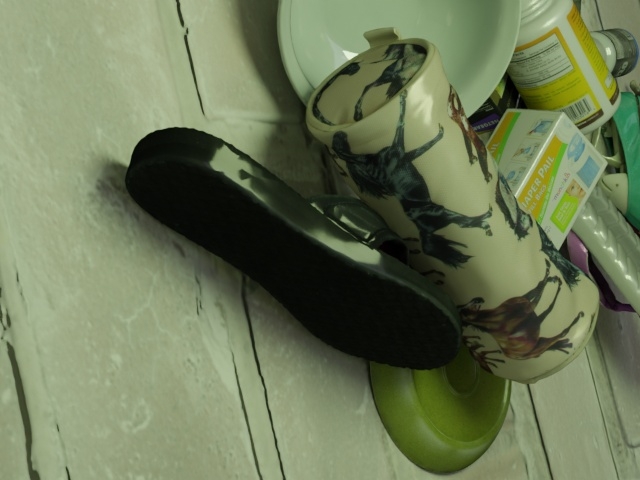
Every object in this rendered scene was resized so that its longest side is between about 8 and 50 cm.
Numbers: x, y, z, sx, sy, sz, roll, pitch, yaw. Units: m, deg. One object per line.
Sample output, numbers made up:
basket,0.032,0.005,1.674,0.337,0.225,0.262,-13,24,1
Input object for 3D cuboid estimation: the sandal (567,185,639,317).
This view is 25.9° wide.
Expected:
sandal,0.370,-0.001,1.956,0.416,0.102,0.169,52,26,-5

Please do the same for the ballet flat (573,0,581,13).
ballet flat,0.325,-0.385,1.933,0.213,0.068,0.072,47,43,-30

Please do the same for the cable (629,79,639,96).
cable,0.574,-0.125,2.248,0.287,0.072,0.139,52,17,-20

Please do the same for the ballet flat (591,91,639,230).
ballet flat,0.459,-0.112,2.120,0.083,0.087,0.247,90,-4,-67

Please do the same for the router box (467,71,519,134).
router box,0.190,-0.329,1.866,0.243,0.081,0.309,47,45,-31

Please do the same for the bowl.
bowl,0.072,-0.268,1.610,0.298,0.134,0.298,-6,110,-18

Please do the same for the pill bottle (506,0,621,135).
pill bottle,0.296,-0.243,1.803,0.215,0.117,0.117,56,41,-25

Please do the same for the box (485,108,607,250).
box,0.255,-0.054,1.764,0.114,0.103,0.203,41,72,-33

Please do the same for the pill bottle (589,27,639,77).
pill bottle,0.433,-0.286,2.150,0.137,0.078,0.078,-17,90,-52

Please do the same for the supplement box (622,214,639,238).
supplement box,0.568,-0.026,2.193,0.188,0.104,0.081,25,58,-43

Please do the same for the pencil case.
pencil case,0.151,-0.038,1.547,0.410,0.160,0.183,53,32,-23

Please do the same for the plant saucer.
plant saucer,0.155,0.153,1.647,0.241,0.037,0.241,12,72,-42

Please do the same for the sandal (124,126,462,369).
sandal,0.001,-0.001,1.432,0.446,0.167,0.107,38,52,-34

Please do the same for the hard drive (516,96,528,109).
hard drive,0.300,-0.244,1.929,0.094,0.022,0.135,-32,136,-81
